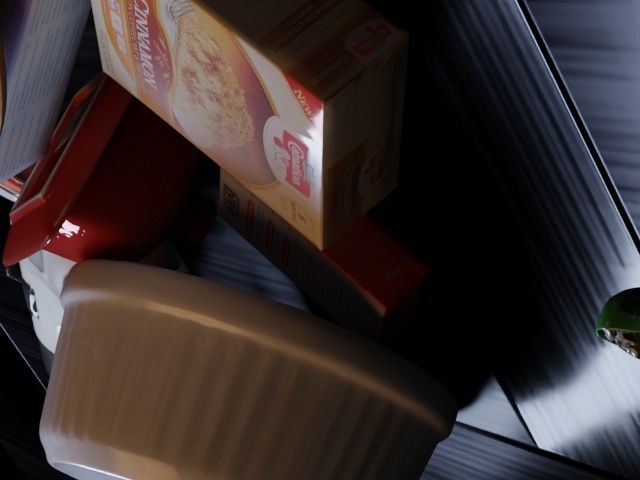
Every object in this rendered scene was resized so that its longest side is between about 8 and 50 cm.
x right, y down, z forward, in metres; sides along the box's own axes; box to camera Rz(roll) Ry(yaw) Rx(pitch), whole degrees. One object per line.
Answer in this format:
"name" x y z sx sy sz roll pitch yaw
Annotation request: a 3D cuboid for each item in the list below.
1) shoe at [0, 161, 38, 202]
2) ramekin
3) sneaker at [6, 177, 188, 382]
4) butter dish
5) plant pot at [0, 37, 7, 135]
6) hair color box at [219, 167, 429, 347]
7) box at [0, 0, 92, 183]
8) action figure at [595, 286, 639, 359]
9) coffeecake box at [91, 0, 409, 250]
"shoe" -0.268 -0.107 1.398 0.178 0.063 0.081 50 161 7
"ramekin" -0.056 0.121 1.145 0.273 0.127 0.273 18 166 5
"sneaker" -0.183 0.017 1.402 0.146 0.122 0.330 61 160 12
"butter dish" -0.124 -0.037 1.170 0.118 0.159 0.160 30 162 -15
"plant pot" -0.276 -0.126 1.042 0.236 0.032 0.236 17 127 24
"hair color box" 0.000 0.000 1.099 0.141 0.043 0.072 41 157 16
"box" -0.170 -0.154 1.020 0.063 0.067 0.324 43 141 13
"action figure" 0.222 0.094 0.822 0.232 0.063 0.137 39 159 32
"coffeecake box" -0.042 -0.103 0.976 0.185 0.068 0.142 39 155 22
